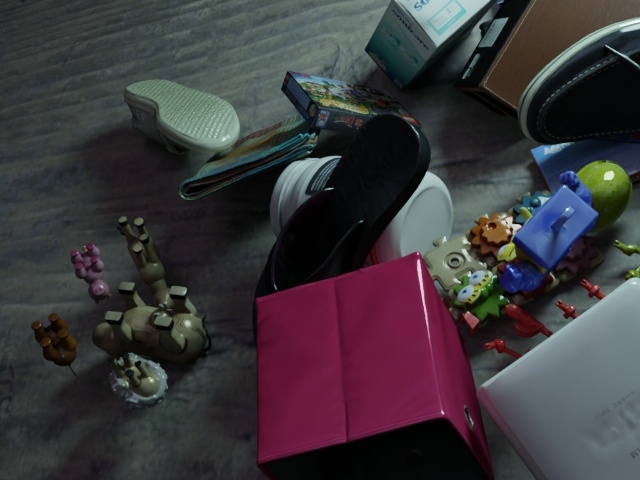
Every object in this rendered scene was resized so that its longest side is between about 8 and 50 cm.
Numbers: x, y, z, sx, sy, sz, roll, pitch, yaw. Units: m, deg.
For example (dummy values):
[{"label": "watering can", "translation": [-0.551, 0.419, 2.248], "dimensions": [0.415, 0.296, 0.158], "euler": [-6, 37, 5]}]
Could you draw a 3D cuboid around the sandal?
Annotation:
[{"label": "sandal", "translation": [-0.001, -0.002, 1.383], "dimensions": [0.167, 0.107, 0.445], "euler": [38, 105, 35]}]

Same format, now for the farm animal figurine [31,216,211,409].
[{"label": "farm animal figurine", "translation": [-0.335, 0.140, 1.637], "dimensions": [0.327, 0.172, 0.330], "euler": [19, 54, 27]}]

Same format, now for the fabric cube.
[{"label": "fabric cube", "translation": [0.074, 0.215, 1.239], "dimensions": [0.259, 0.254, 0.258], "euler": [-17, 47, 15]}]

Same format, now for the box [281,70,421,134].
[{"label": "box", "translation": [0.059, -0.255, 1.722], "dimensions": [0.159, 0.233, 0.044], "euler": [55, 131, 48]}]

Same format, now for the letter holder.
[{"label": "letter holder", "translation": [0.420, -0.349, 1.598], "dimensions": [0.301, 0.214, 0.152], "euler": [-59, 13, 4]}]

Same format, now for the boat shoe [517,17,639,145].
[{"label": "boat shoe", "translation": [0.558, -0.253, 1.400], "dimensions": [0.500, 0.186, 0.156], "euler": [-15, 40, 11]}]

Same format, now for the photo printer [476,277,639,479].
[{"label": "photo printer", "translation": [0.379, 0.237, 1.082], "dimensions": [0.256, 0.107, 0.307], "euler": [-36, 70, 4]}]

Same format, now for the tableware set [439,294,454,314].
[{"label": "tableware set", "translation": [0.144, 0.136, 1.448], "dimensions": [0.141, 0.020, 0.168], "euler": [11, 59, 38]}]

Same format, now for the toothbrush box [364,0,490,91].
[{"label": "toothbrush box", "translation": [0.223, -0.435, 1.724], "dimensions": [0.216, 0.126, 0.295], "euler": [-42, -1, -10]}]

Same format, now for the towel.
[{"label": "towel", "translation": [-0.121, -0.182, 1.759], "dimensions": [0.271, 0.040, 0.370], "euler": [-21, 15, 12]}]

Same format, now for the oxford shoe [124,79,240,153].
[{"label": "oxford shoe", "translation": [-0.303, -0.251, 1.973], "dimensions": [0.169, 0.130, 0.449], "euler": [-18, 28, -28]}]

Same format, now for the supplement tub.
[{"label": "supplement tub", "translation": [0.069, -0.041, 1.527], "dimensions": [0.272, 0.191, 0.191], "euler": [14, 60, 38]}]

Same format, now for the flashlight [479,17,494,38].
[{"label": "flashlight", "translation": [0.462, -0.424, 1.712], "dimensions": [0.304, 0.103, 0.103], "euler": [-20, 73, 12]}]

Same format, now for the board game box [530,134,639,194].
[{"label": "board game box", "translation": [0.505, -0.152, 1.490], "dimensions": [0.281, 0.027, 0.145], "euler": [-22, 45, 12]}]

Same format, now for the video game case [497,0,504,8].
[{"label": "video game case", "translation": [0.471, -0.587, 1.893], "dimensions": [0.210, 0.042, 0.232], "euler": [-14, 46, 19]}]

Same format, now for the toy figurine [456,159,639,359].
[{"label": "toy figurine", "translation": [0.361, 0.002, 1.255], "dimensions": [0.362, 0.217, 0.191], "euler": [-42, 68, -11]}]

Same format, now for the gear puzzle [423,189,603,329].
[{"label": "gear puzzle", "translation": [0.254, 0.038, 1.397], "dimensions": [0.339, 0.044, 0.175], "euler": [-28, 57, -5]}]
